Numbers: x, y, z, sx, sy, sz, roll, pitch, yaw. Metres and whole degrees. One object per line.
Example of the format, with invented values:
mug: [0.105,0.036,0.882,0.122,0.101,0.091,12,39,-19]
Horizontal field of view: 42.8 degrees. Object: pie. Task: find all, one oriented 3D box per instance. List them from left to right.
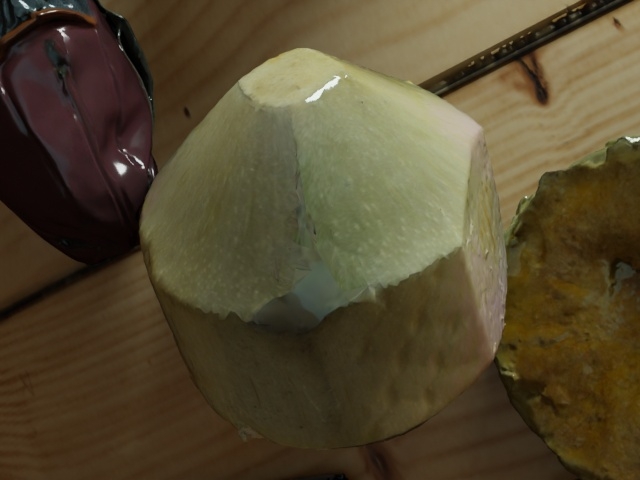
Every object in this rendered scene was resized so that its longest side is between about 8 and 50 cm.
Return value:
pie: [0.291,0.070,0.711,0.339,0.083,0.340,5,98,39]

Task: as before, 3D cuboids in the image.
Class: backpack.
backpack: [-0.260,-0.130,0.809,0.197,0.283,0.317,-33,90,-21]

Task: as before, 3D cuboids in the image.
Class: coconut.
coconut: [0.000,0.000,0.726,0.352,0.352,0.353,1,94,14]

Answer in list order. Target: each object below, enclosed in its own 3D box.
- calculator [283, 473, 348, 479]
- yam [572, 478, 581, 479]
calculator: [-0.075,0.354,0.910,0.273,0.028,0.166,-12,94,17]
yam: [0.355,0.196,0.769,0.299,0.066,0.066,-36,85,14]
